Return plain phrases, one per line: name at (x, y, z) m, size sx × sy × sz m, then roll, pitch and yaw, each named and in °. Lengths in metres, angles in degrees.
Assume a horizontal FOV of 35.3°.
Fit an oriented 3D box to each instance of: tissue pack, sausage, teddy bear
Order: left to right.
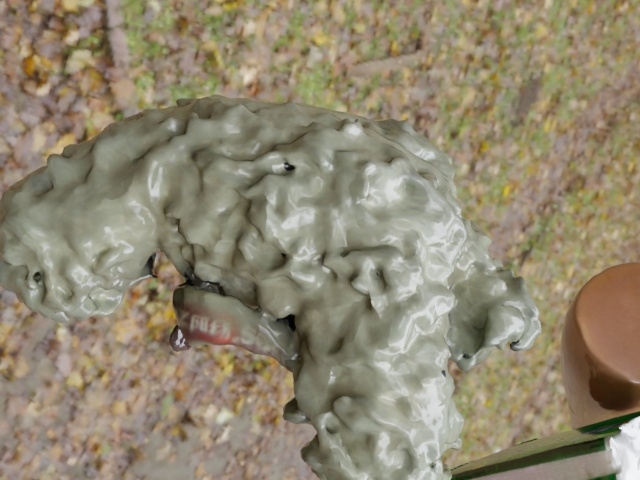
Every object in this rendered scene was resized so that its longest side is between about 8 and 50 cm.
teddy bear at (0.000, 0.000, 0.765) m, size 0.225 × 0.357 × 0.367 m, roll -67°, pitch 164°, yaw 12°
tissue pack at (0.206, 0.211, 0.728) m, size 0.148 × 0.209 × 0.156 m, roll -7°, pitch 75°, yaw -33°
sausage at (0.279, 0.133, 0.897) m, size 0.121 × 0.121 × 0.304 m, roll -59°, pitch 152°, yaw -19°
